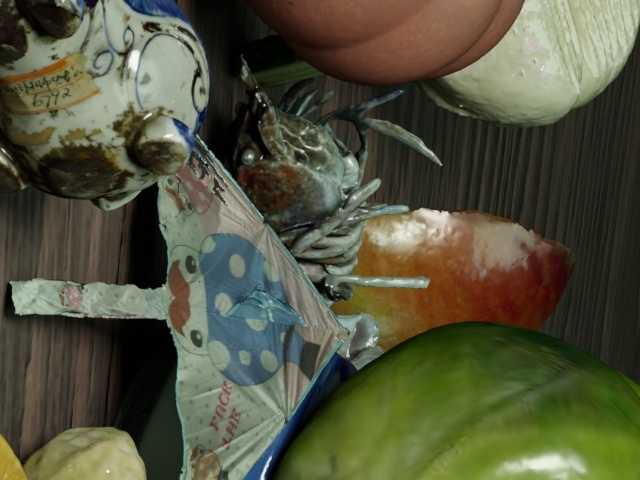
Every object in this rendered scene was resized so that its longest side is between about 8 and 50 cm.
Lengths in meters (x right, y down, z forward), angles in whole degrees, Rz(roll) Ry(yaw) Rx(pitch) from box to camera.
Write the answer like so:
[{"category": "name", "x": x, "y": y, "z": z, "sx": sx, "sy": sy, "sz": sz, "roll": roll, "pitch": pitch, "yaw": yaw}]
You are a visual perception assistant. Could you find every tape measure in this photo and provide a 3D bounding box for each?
[{"category": "tape measure", "x": -0.067, "y": 0.199, "z": 1.498, "sx": 0.262, "sy": 0.138, "sz": 0.259, "roll": 76, "pitch": 29, "yaw": -50}]

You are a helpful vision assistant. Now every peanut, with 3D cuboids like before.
[{"category": "peanut", "x": -0.179, "y": 0.191, "z": 1.244, "sx": 0.214, "sy": 0.090, "sz": 0.098, "roll": -52, "pitch": 153, "yaw": -57}]

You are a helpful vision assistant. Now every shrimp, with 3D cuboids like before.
[{"category": "shrimp", "x": -0.004, "y": -0.001, "z": 1.573, "sx": 0.410, "sy": 0.166, "sz": 0.221, "roll": 97, "pitch": -19, "yaw": -51}]

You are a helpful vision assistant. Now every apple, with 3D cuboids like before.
[{"category": "apple", "x": 0.112, "y": 0.049, "z": 1.910, "sx": 0.254, "sy": 0.179, "sz": 0.346, "roll": -42, "pitch": 159, "yaw": 5}]

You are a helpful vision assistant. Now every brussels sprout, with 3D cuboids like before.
[{"category": "brussels sprout", "x": 0.106, "y": 0.207, "z": 1.374, "sx": 0.355, "sy": 0.289, "sz": 0.281, "roll": -26, "pitch": 138, "yaw": -39}]

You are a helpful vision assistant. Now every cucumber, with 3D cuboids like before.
[{"category": "cucumber", "x": -0.011, "y": -0.149, "z": 1.527, "sx": 0.067, "sy": 0.107, "sz": 0.035, "roll": 13, "pitch": 69, "yaw": -63}]

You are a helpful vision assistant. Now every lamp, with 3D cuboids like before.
[{"category": "lamp", "x": 0.054, "y": -0.264, "z": 1.399, "sx": 0.305, "sy": 0.240, "sz": 0.305, "roll": 32, "pitch": 51, "yaw": -49}]

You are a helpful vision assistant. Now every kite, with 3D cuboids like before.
[{"category": "kite", "x": -0.091, "y": 0.045, "z": 1.351, "sx": 0.314, "sy": 0.011, "sz": 0.335, "roll": 11, "pitch": 64, "yaw": -45}]

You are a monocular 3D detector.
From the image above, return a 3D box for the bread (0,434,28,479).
[{"category": "bread", "x": -0.237, "y": 0.195, "z": 1.102, "sx": 0.116, "sy": 0.077, "sz": 0.200, "roll": 70, "pitch": 36, "yaw": -55}]

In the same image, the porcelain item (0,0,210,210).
[{"category": "porcelain item", "x": -0.158, "y": -0.149, "z": 1.111, "sx": 0.288, "sy": 0.138, "sz": 0.186, "roll": 60, "pitch": 26, "yaw": -55}]

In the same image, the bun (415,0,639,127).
[{"category": "bun", "x": 0.166, "y": -0.284, "z": 1.799, "sx": 0.365, "sy": 0.219, "sz": 0.365, "roll": -1, "pitch": 92, "yaw": -58}]
